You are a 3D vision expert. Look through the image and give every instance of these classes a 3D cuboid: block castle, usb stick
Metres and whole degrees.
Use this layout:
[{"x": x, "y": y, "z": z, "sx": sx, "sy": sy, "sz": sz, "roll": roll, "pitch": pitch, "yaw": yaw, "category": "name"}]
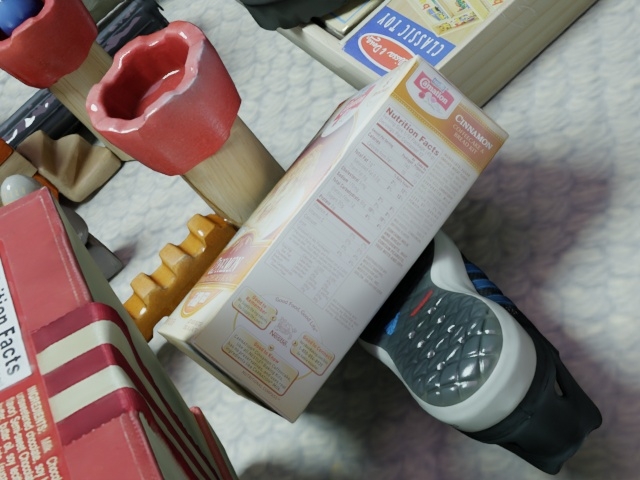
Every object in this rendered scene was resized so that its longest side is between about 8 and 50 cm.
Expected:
[{"x": -0.262, "y": 0.026, "z": 0.665, "sx": 0.453, "sy": 0.213, "sz": 0.303, "roll": -48, "pitch": 42, "yaw": -7, "category": "block castle"}, {"x": -0.236, "y": -0.103, "z": 0.865, "sx": 0.278, "sy": 0.045, "sz": 0.077, "roll": -44, "pitch": 4, "yaw": -2, "category": "usb stick"}]

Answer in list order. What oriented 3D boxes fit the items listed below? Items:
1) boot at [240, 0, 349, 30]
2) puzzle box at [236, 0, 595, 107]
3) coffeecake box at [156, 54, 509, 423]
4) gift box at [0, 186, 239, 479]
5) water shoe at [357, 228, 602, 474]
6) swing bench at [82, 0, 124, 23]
[{"x": 0.021, "y": -0.298, "z": 0.613, "sx": 0.348, "sy": 0.260, "sz": 0.131, "roll": -27, "pitch": 44, "yaw": 16, "category": "boot"}, {"x": 0.066, "y": -0.258, "z": 0.782, "sx": 0.272, "sy": 0.052, "sz": 0.409, "roll": -44, "pitch": 42, "yaw": -2, "category": "puzzle box"}, {"x": 0.000, "y": 0.000, "z": 0.555, "sx": 0.185, "sy": 0.068, "sz": 0.142, "roll": -52, "pitch": 10, "yaw": -12, "category": "coffeecake box"}, {"x": -0.150, "y": 0.174, "z": 0.418, "sx": 0.276, "sy": 0.258, "sz": 0.255, "roll": -26, "pitch": 44, "yaw": -3, "category": "gift box"}, {"x": 0.071, "y": 0.055, "z": 0.505, "sx": 0.073, "sy": 0.080, "sz": 0.203, "roll": -49, "pitch": 16, "yaw": 9, "category": "water shoe"}, {"x": -0.235, "y": -0.316, "z": 0.975, "sx": 0.253, "sy": 0.165, "sz": 0.254, "roll": -40, "pitch": 47, "yaw": 0, "category": "swing bench"}]
